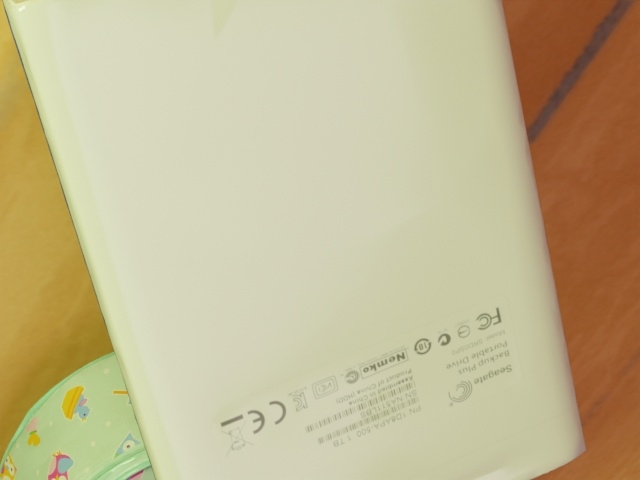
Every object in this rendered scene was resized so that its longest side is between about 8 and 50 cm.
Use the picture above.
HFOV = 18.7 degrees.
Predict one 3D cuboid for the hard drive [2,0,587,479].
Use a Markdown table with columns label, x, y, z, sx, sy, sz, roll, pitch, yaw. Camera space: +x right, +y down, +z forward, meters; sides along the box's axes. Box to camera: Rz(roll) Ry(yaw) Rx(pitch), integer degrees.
| label | x | y | z | sx | sy | sz | roll | pitch | yaw |
| --- | --- | --- | --- | --- | --- | --- | --- | --- | --- |
| hard drive | 0.000 | 0.000 | 0.893 | 0.210 | 0.040 | 0.319 | -21 | 118 | -13 |

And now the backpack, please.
| label | x | y | z | sx | sy | sz | roll | pitch | yaw |
| --- | --- | --- | --- | --- | --- | --- | --- | --- | --- |
| backpack | -0.070 | 0.137 | 1.046 | 0.188 | 0.144 | 0.166 | 14 | 131 | -36 |
